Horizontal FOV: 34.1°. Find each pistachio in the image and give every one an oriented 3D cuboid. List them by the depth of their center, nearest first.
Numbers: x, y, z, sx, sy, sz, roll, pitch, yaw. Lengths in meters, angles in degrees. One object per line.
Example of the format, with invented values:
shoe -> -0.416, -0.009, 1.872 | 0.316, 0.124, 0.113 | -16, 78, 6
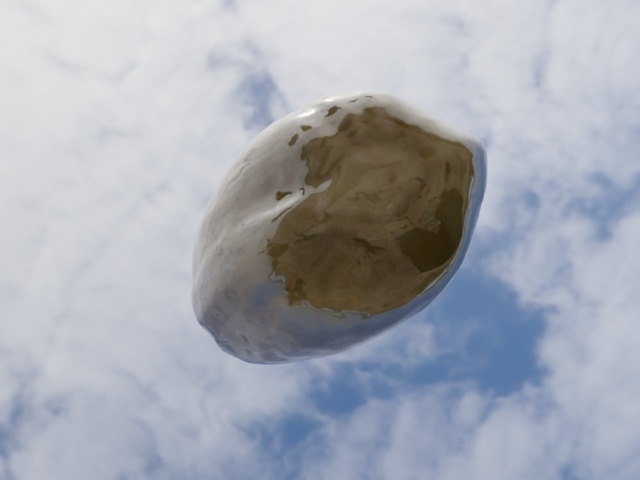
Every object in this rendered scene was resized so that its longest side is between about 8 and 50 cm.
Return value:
pistachio -> 0.000, 0.000, 0.498 | 0.126, 0.185, 0.108 | -21, -101, -51
